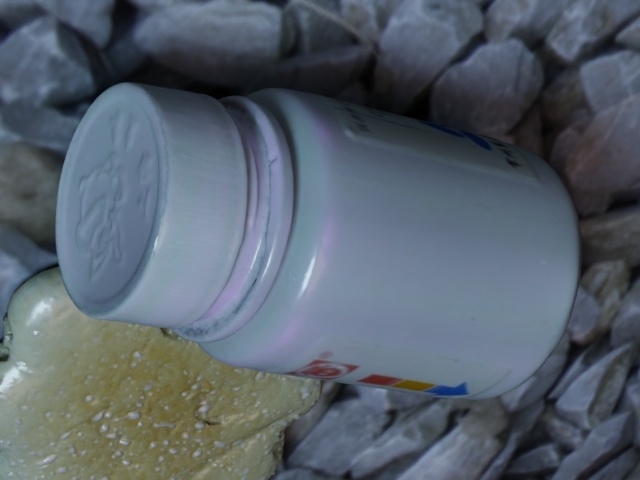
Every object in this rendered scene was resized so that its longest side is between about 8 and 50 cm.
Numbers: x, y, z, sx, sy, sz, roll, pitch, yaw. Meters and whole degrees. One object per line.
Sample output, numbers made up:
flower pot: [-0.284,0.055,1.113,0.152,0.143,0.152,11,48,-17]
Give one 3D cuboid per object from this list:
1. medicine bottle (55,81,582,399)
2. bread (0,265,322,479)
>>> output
medicine bottle: [0.000,0.000,1.112,0.293,0.170,0.170,10,115,-34]
bread: [-0.118,0.115,1.211,0.251,0.039,0.182,22,108,-38]
